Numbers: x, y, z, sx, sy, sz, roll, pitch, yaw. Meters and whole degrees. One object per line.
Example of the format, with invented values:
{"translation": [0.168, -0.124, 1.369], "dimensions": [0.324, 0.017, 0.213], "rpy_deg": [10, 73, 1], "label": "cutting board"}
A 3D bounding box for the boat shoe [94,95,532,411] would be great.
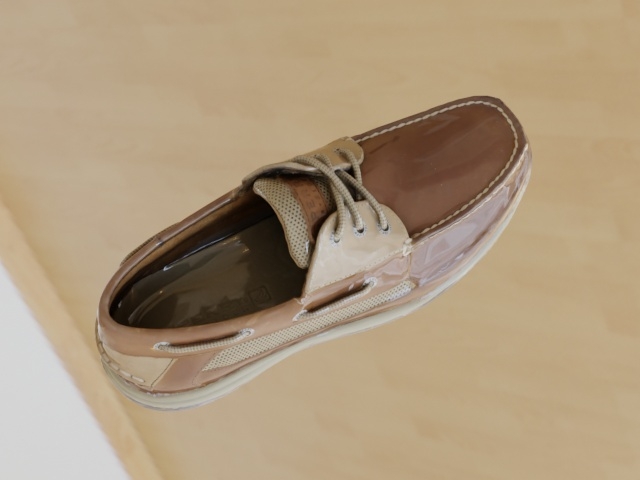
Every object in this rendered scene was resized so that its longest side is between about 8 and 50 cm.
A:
{"translation": [0.000, 0.000, 0.834], "dimensions": [0.123, 0.324, 0.116], "rpy_deg": [53, 170, 22], "label": "boat shoe"}
